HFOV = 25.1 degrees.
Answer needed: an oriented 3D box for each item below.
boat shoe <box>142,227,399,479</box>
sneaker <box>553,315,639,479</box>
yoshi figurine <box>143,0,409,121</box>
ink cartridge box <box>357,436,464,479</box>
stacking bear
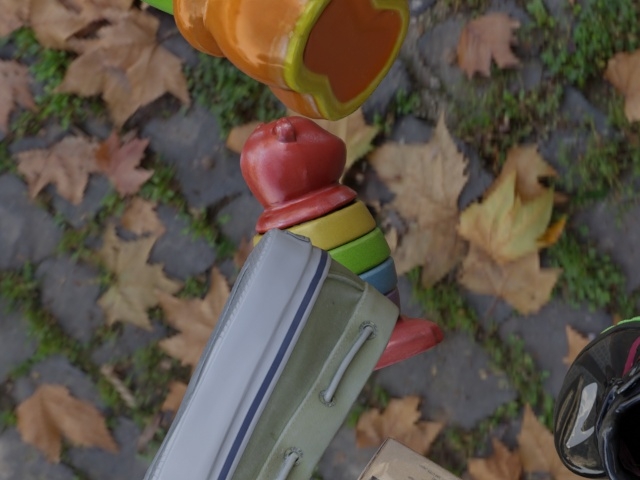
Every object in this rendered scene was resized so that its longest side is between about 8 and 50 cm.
[{"bbox_3d":[-0.045,0.136,0.756,0.094,0.302,0.109,26,161,-5],"label":"boat shoe"},{"bbox_3d":[0.354,0.186,1.551,0.202,0.483,0.185,-31,84,-21],"label":"sneaker"},{"bbox_3d":[-0.103,-0.198,0.586,0.362,0.203,0.203,31,151,19],"label":"yoshi figurine"},{"bbox_3d":[0.158,0.346,1.637,0.193,0.088,0.234,26,160,34],"label":"ink cartridge box"},{"bbox_3d":[0.000,0.000,1.597,0.164,0.175,0.289,-21,96,-12],"label":"stacking bear"}]
